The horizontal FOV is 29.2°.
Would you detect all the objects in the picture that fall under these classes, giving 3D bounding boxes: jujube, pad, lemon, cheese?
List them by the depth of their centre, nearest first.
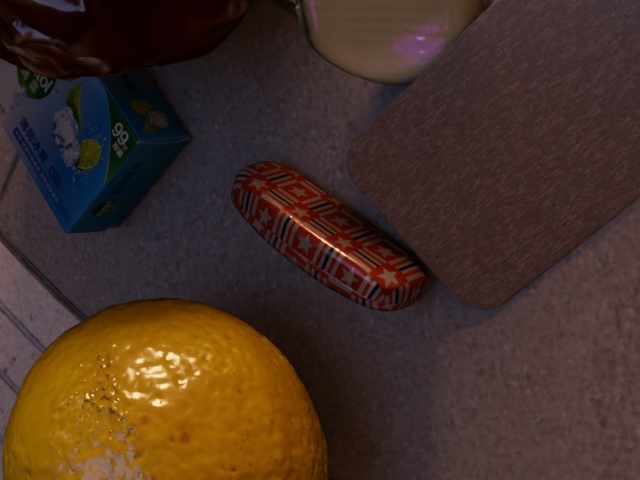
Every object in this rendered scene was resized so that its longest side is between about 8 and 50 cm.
[{"bbox_3d":[0.150,-0.076,0.912,0.176,0.002,0.266,48,123,1],"label":"pad"},{"bbox_3d":[0.093,-0.180,0.926,0.228,0.064,0.137,6,131,22],"label":"cheese"},{"bbox_3d":[-0.129,0.188,1.026,0.293,0.293,0.293,5,98,37],"label":"lemon"},{"bbox_3d":[-0.210,-0.277,1.029,0.377,0.276,0.276,29,112,31],"label":"jujube"}]

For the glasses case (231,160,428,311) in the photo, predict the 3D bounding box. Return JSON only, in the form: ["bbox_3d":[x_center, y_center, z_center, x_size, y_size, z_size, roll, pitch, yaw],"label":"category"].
[{"bbox_3d":[0.000,0.000,1.026,0.194,0.073,0.049,37,124,29],"label":"glasses case"}]

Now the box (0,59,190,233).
[{"bbox_3d":[-0.232,-0.124,1.191,0.139,0.073,0.194,-47,67,32],"label":"box"}]
